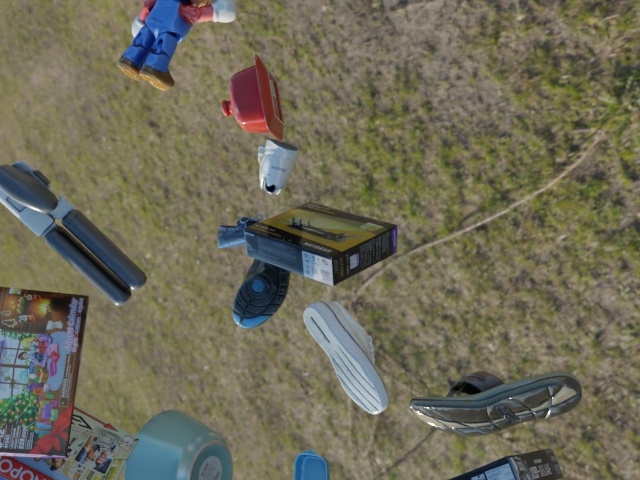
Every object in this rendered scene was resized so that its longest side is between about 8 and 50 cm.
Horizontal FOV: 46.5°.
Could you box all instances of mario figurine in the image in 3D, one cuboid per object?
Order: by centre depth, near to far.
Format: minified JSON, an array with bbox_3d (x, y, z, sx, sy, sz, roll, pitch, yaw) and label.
[{"bbox_3d":[-0.305,-0.483,1.646,0.198,0.320,0.170,28,176,-11],"label":"mario figurine"}]

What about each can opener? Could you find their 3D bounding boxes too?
[{"bbox_3d":[-0.399,-0.008,1.164,0.283,0.076,0.095,45,-175,-9],"label":"can opener"}]

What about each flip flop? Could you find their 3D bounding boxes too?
[{"bbox_3d":[0.279,0.248,1.204,0.277,0.080,0.112,-21,132,26],"label":"flip flop"}]

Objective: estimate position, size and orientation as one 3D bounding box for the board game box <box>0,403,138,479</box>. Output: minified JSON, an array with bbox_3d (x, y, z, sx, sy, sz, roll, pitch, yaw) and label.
[{"bbox_3d":[-0.535,0.396,1.408,0.317,0.213,0.046,31,136,-7],"label":"board game box"}]

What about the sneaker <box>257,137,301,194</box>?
[{"bbox_3d":[-0.126,-0.185,1.959,0.297,0.111,0.129,156,131,-85],"label":"sneaker"}]

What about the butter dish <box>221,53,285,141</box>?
[{"bbox_3d":[-0.147,-0.285,1.546,0.160,0.118,0.159,15,-114,-81],"label":"butter dish"}]

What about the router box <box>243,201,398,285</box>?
[{"bbox_3d":[0.000,0.000,1.862,0.309,0.243,0.081,17,120,40],"label":"router box"}]

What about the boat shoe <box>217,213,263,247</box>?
[{"bbox_3d":[-0.244,-0.036,2.379,0.258,0.109,0.089,-11,83,32],"label":"boat shoe"}]

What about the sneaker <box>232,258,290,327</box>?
[{"bbox_3d":[-0.139,0.090,2.091,0.125,0.340,0.140,30,173,-9],"label":"sneaker"}]

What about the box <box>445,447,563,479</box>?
[{"bbox_3d":[0.371,0.572,1.719,0.307,0.242,0.076,-33,63,30],"label":"box"}]

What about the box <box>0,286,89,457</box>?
[{"bbox_3d":[-0.536,0.233,1.333,0.057,0.201,0.293,132,142,-65],"label":"box"}]

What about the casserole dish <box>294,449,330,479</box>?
[{"bbox_3d":[-0.019,0.669,2.040,0.114,0.037,0.188,-4,82,37],"label":"casserole dish"}]

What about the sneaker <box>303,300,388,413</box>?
[{"bbox_3d":[0.070,0.220,1.486,0.258,0.091,0.094,57,138,21],"label":"sneaker"}]

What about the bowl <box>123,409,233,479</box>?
[{"bbox_3d":[-0.348,0.610,1.962,0.163,0.311,0.311,-2,109,33],"label":"bowl"}]
